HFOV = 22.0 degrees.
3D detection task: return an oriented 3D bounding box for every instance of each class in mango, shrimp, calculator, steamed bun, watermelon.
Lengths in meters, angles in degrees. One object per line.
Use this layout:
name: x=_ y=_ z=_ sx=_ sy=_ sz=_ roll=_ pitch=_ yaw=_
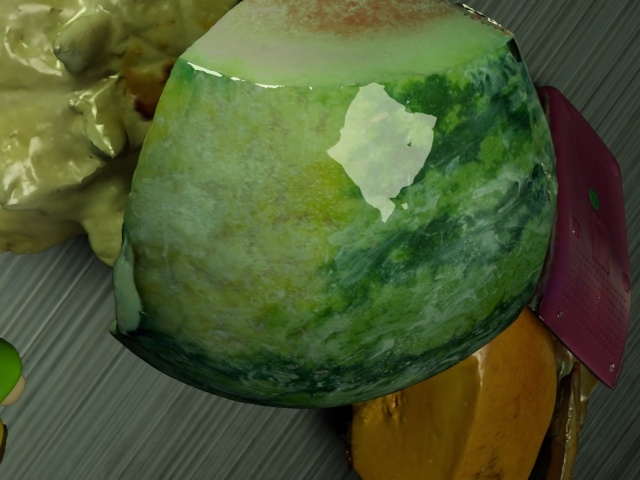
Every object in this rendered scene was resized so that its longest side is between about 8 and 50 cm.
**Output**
mango: x=0.092 y=0.108 z=1.131 sx=0.154 sy=0.126 sz=0.252 roll=-48 pitch=141 yaw=-32
shrimp: x=0.182 y=0.137 z=1.212 sx=0.052 sy=0.132 sz=0.187 roll=5 pitch=95 yaw=-8
calculator: x=0.180 y=-0.005 z=1.130 sx=0.126 sy=0.034 sz=0.190 roll=39 pitch=47 yaw=-45
steamed bun: x=-0.088 y=-0.119 z=0.898 sx=0.295 sy=0.137 sz=0.292 roll=-6 pitch=113 yaw=-31
watermelon: x=0.000 y=0.000 z=0.880 sx=0.224 sy=0.180 sz=0.305 roll=1 pitch=142 yaw=-8

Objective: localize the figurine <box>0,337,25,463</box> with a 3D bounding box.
figurine: x=-0.239 y=0.035 z=0.856 sx=0.263 sy=0.162 sz=0.143 roll=74 pitch=23 yaw=-44
